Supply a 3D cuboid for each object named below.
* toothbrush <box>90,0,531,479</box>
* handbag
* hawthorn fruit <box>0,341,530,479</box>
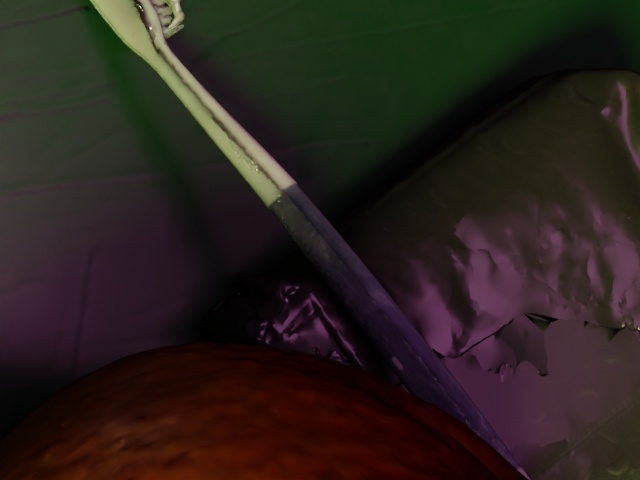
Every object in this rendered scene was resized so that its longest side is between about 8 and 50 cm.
[{"bbox_3d":[0.000,0.000,0.717,0.026,0.024,0.288,-31,79,-35],"label":"toothbrush"},{"bbox_3d":[0.099,0.072,0.791,0.223,0.080,0.247,-36,104,-25],"label":"handbag"},{"bbox_3d":[-0.031,0.189,0.606,0.295,0.295,0.311,43,73,-20],"label":"hawthorn fruit"}]
